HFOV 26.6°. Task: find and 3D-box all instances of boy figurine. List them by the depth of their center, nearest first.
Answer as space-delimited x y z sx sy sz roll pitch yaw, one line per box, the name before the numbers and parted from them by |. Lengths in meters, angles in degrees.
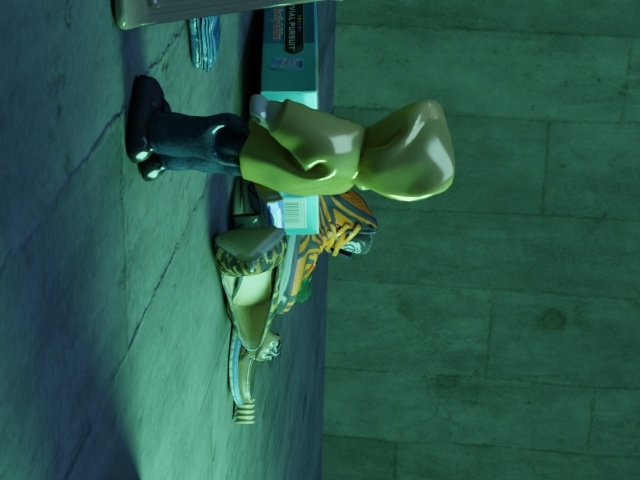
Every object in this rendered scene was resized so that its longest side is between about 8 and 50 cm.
boy figurine | -0.024 -0.089 1.192 0.177 0.285 0.092 66 28 -73

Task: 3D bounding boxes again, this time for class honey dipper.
honey dipper | -0.110 0.186 1.974 0.030 0.030 0.161 61 29 -82

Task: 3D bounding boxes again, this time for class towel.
towel | -0.122 -0.245 1.435 0.067 0.029 0.119 -83 174 -46

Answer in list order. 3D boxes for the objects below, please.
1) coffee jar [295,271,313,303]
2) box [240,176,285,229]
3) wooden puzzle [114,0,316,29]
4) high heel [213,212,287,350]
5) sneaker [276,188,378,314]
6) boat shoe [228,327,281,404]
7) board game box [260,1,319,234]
coffee jar | -0.051 0.009 2.248 0.096 0.079 0.184 -81 172 -54
box | -0.076 -0.043 1.840 0.136 0.028 0.081 -128 -150 -52
wooden puzzle | -0.072 -0.297 1.116 0.044 0.238 0.221 35 -48 47
high heel | -0.084 0.074 1.728 0.261 0.093 0.186 -113 -161 -80
sneaker | 0.000 0.000 2.072 0.124 0.180 0.321 -43 -151 43
boat shoe | -0.091 0.141 1.907 0.066 0.066 0.183 37 56 -84
board game box | -0.041 -0.213 1.972 0.336 0.079 0.254 -91 180 -48
